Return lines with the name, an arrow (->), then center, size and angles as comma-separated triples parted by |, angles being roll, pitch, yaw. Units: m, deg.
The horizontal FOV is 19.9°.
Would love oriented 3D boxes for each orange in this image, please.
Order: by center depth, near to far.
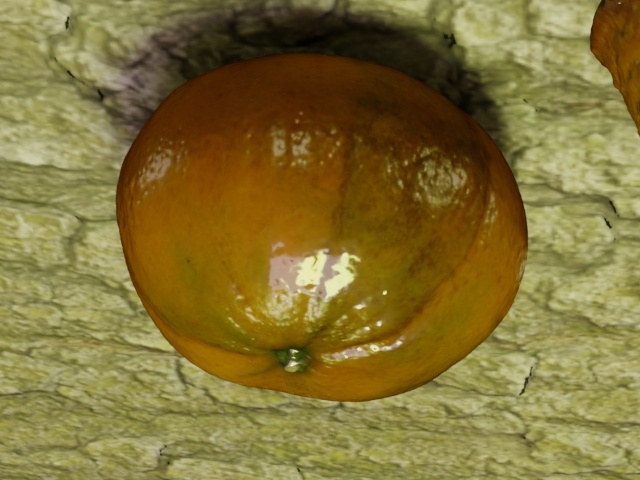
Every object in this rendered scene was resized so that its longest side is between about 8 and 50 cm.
orange -> 0.000, 0.000, 1.042 | 0.240, 0.171, 0.240 | 3, 147, 2

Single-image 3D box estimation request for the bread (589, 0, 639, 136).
bread -> 0.267, -0.098, 0.861 | 0.270, 0.142, 0.195 | -16, 162, 18
